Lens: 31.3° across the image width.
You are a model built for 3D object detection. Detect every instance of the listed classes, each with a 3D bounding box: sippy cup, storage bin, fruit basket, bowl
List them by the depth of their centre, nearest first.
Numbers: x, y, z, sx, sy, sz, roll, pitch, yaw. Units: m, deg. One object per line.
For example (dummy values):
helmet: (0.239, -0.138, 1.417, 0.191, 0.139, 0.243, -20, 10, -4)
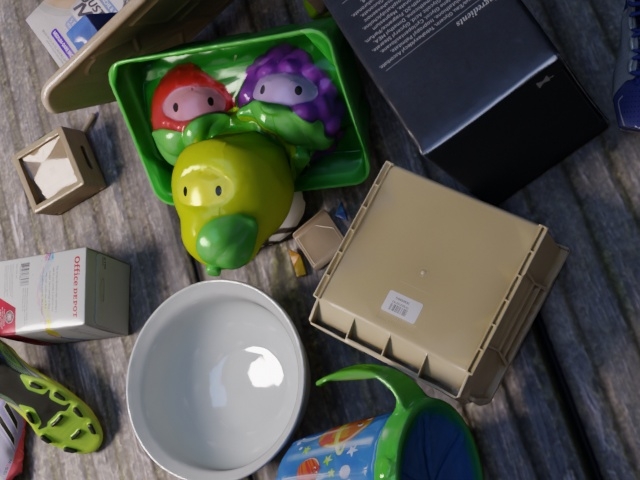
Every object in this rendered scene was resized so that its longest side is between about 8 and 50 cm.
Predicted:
sippy cup: (0.069, 0.337, 1.525, 0.224, 0.240, 0.306, -13, 56, 34)
storage bin: (0.159, 0.060, 1.579, 0.262, 0.123, 0.260, 25, 83, 28)
fruit basket: (-0.123, -0.144, 1.652, 0.392, 0.392, 0.283, -5, 119, 24)
bowl: (-0.128, 0.212, 1.687, 0.297, 0.134, 0.298, -6, 76, 25)

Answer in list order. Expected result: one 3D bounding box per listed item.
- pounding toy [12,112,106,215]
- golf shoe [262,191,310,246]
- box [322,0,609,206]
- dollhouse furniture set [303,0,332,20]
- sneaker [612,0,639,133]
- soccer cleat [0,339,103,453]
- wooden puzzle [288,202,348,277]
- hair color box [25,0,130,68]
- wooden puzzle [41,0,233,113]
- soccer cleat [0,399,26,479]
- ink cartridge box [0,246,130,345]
pounding toy: (-0.435, -0.134, 1.951, 0.130, 0.100, 0.141, -28, 78, 18)
golf shoe: (-0.107, -0.024, 1.758, 0.198, 0.094, 0.077, -36, 64, 12)
box: (0.177, -0.284, 1.571, 0.212, 0.293, 0.395, -37, 65, 14)
dollhouse furniture set: (-0.004, -0.523, 1.794, 0.197, 0.151, 0.302, -31, 66, 16)
sneaker: (0.442, -0.304, 1.511, 0.127, 0.182, 0.316, 7, 81, 28)
soccer cleat: (-0.464, 0.234, 1.832, 0.289, 0.121, 0.093, 36, 101, -8)
wooden puzzle: (0.000, 0.000, 1.746, 0.116, 0.014, 0.079, -33, 70, 15)
hair color box: (-0.324, -0.422, 1.950, 0.339, 0.110, 0.185, -43, 63, 9)
wooden puzzle: (-0.253, -0.349, 1.747, 0.348, 0.322, 0.080, -42, 86, 25)
soccer cleat: (-0.522, 0.335, 1.889, 0.095, 0.083, 0.248, 20, 74, -13)
ink cartridge box: (-0.415, 0.094, 1.855, 0.176, 0.127, 0.128, -8, 74, 24)
